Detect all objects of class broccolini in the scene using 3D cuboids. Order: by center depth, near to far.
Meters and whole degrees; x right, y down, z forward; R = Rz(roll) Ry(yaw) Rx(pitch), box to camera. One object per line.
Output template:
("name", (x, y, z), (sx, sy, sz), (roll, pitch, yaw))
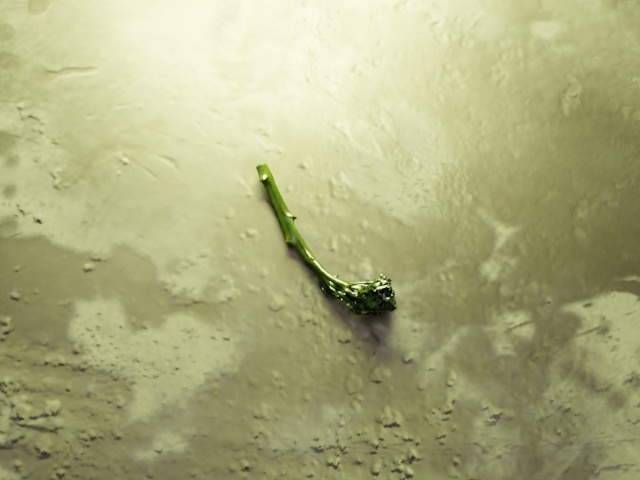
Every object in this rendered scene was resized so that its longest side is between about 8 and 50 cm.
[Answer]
("broccolini", (-0.004, 0.006, 1.167), (0.194, 0.054, 0.052), (44, 95, 11))
